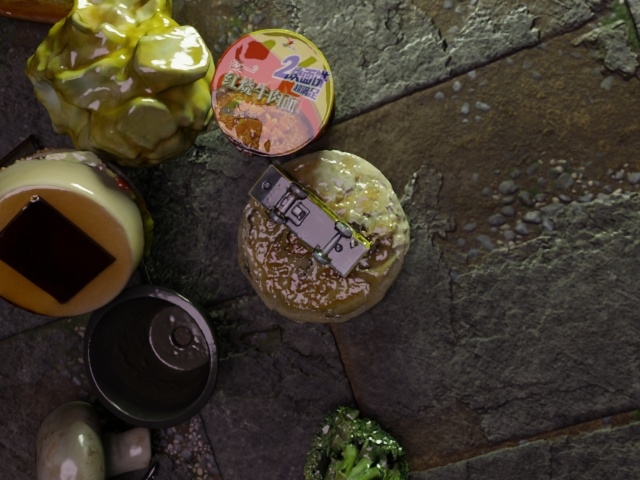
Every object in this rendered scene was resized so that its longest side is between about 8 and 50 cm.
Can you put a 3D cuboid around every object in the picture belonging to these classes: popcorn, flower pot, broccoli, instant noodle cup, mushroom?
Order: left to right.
[{"bbox_3d":[-0.443,0.434,1.296,0.244,0.243,0.243,1,96,11],"label":"mushroom"},{"bbox_3d":[-0.336,-0.286,1.172,0.292,0.293,0.334,-32,78,-30],"label":"popcorn"},{"bbox_3d":[-0.294,0.201,1.253,0.269,0.166,0.269,2,99,11],"label":"flower pot"},{"bbox_3d":[-0.066,-0.246,1.155,0.213,0.174,0.213,1,95,10],"label":"instant noodle cup"},{"bbox_3d":[0.065,0.431,1.203,0.198,0.176,0.226,-5,110,7],"label":"broccoli"}]

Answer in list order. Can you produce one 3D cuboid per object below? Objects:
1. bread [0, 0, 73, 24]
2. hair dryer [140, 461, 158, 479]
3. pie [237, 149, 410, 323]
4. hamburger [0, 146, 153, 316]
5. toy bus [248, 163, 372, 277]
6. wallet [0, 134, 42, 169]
[{"bbox_3d":[-0.543,-0.496,1.240,0.288,0.152,0.119,12,60,9],"label":"bread"},{"bbox_3d":[-0.479,0.571,1.382,0.304,0.120,0.359,44,92,19],"label":"hair dryer"},{"bbox_3d":[0.000,0.000,1.217,0.339,0.077,0.339,1,96,10],"label":"pie"},{"bbox_3d":[-0.439,-0.011,1.125,0.302,0.170,0.302,-5,118,-9],"label":"hamburger"},{"bbox_3d":[-0.019,-0.033,1.142,0.226,0.074,0.081,40,100,6],"label":"toy bus"},{"bbox_3d":[-0.646,-0.097,1.354,0.243,0.039,0.133,-32,92,14],"label":"wallet"}]
